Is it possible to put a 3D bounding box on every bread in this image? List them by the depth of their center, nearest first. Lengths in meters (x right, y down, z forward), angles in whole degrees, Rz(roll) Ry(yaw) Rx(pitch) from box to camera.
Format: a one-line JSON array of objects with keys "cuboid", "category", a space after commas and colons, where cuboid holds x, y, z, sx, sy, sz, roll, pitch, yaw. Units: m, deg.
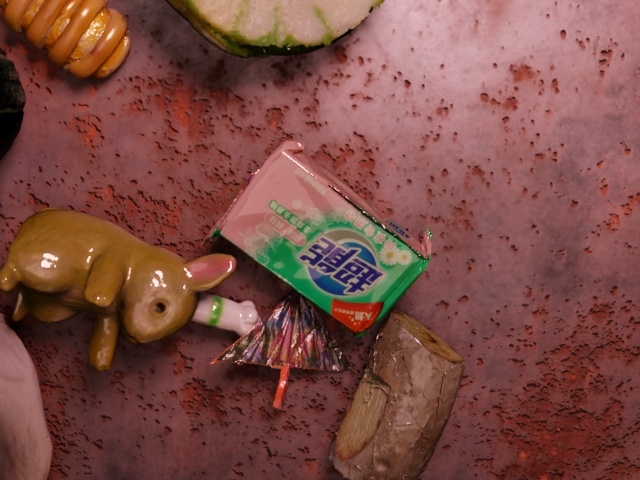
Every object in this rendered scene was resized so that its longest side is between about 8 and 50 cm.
[{"cuboid": [-0.054, -0.423, 0.859, 0.366, 0.129, 0.382, 34, 103, -20], "category": "bread"}, {"cuboid": [-0.342, -0.298, 0.948, 0.177, 0.084, 0.119, 39, 103, -13], "category": "bread"}]

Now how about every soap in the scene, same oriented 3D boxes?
[{"cuboid": [0.000, -0.001, 1.014, 0.273, 0.098, 0.218, 38, 109, -6], "category": "soap"}]

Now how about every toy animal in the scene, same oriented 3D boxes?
[{"cuboid": [-0.267, 0.078, 0.994, 0.363, 0.180, 0.181, 21, 144, 1], "category": "toy animal"}]

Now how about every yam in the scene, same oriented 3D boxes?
[{"cuboid": [0.121, 0.245, 1.057, 0.154, 0.154, 0.254, 21, 101, -5], "category": "yam"}]

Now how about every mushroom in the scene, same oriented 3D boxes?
[{"cuboid": [-0.490, 0.268, 1.100, 0.109, 0.097, 0.351, -9, 108, 4], "category": "mushroom"}]

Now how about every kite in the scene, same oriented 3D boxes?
[{"cuboid": [-0.053, 0.162, 1.070, 0.232, 0.009, 0.189, 11, 84, -24], "category": "kite"}]

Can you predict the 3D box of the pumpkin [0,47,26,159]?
[{"cuboid": [-0.511, -0.190, 0.939, 0.221, 0.162, 0.220, 1, 103, 6], "category": "pumpkin"}]
